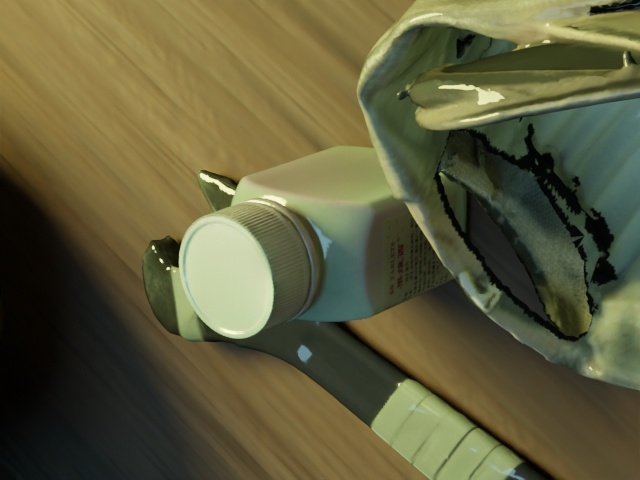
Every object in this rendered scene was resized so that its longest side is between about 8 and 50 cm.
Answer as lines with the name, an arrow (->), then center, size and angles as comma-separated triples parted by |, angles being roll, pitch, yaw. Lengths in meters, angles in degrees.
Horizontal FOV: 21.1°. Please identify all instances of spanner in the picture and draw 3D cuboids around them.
spanner -> 0.036, 0.073, 0.775 | 0.316, 0.024, 0.087 | 36, 120, 27

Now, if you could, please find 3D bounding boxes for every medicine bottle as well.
medicine bottle -> 0.000, 0.000, 0.714 | 0.074, 0.118, 0.055 | 15, 113, 36

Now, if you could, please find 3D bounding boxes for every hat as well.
hat -> 0.138, -0.030, 0.516 | 0.232, 0.161, 0.275 | 33, 173, -19

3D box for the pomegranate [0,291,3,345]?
pomegranate -> -0.324, 0.049, 0.874 | 0.319, 0.319, 0.319 | 15, 114, 37
